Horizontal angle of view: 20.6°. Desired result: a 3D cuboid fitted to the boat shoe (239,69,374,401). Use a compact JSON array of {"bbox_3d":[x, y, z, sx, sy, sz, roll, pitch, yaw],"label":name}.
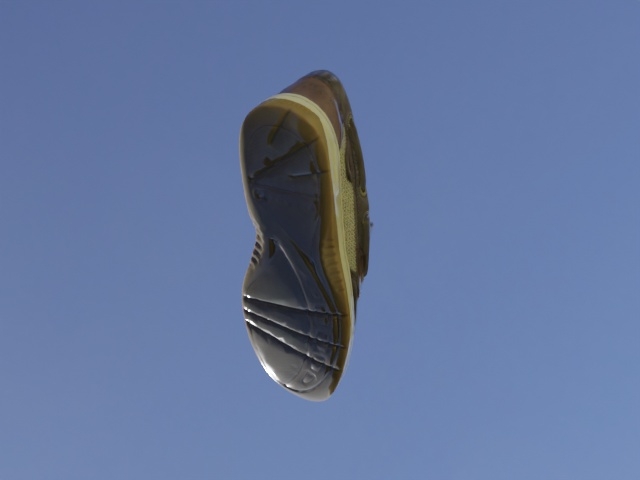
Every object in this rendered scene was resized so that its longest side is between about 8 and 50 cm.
[{"bbox_3d":[-0.001,-0.001,1.072,0.073,0.080,0.224,-45,-36,-41],"label":"boat shoe"}]
